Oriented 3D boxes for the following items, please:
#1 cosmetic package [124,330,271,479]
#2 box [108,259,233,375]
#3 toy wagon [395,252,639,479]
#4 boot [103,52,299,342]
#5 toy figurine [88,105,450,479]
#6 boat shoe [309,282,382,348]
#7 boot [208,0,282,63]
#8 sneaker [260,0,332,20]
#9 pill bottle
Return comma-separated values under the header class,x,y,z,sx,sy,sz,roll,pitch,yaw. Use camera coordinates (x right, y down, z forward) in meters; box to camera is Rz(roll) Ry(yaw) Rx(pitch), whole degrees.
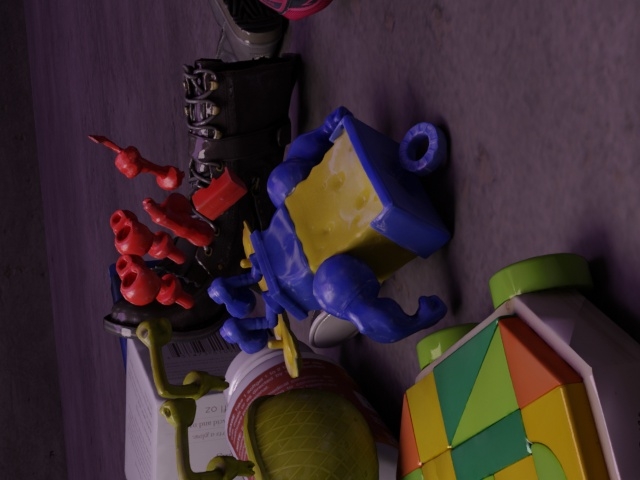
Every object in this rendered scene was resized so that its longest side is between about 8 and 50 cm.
class,x,y,z,sx,sy,sz,roll,pitch,yaw
cosmetic package,-0.117,0.201,1.240,0.151,0.151,0.184,-130,39,-59
box,-0.167,0.103,1.389,0.037,0.136,0.225,107,152,-48
toy wagon,0.110,0.176,0.697,0.344,0.068,0.267,127,136,-62
boot,-0.104,-0.048,1.057,0.091,0.263,0.229,12,115,31
toy figurine,0.000,0.000,0.819,0.217,0.191,0.363,-40,41,16
boat shoe,0.018,0.042,0.974,0.125,0.046,0.038,111,149,-46
boot,-0.094,-0.188,1.245,0.209,0.076,0.190,99,161,-50
sneaker,-0.065,-0.282,1.064,0.112,0.120,0.299,62,-176,-30
pill bottle,-0.008,0.165,0.959,0.216,0.121,0.121,-130,40,-60
